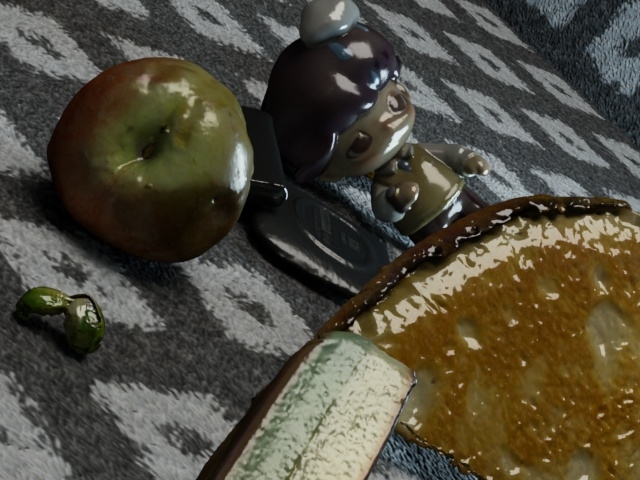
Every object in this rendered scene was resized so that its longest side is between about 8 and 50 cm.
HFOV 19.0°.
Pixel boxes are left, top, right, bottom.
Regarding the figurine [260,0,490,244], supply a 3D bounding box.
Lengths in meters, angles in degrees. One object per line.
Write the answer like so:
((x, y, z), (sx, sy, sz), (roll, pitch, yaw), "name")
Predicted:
((0.074, -0.123, 2.493), (0.365, 0.218, 0.206), (45, 0, 9), "figurine")

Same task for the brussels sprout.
((-0.231, 0.067, 1.728), (0.083, 0.046, 0.051), (32, 60, -9), "brussels sprout")

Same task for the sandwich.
((-0.027, 0.191, 1.523), (0.108, 0.220, 0.186), (36, 19, -5), "sandwich")

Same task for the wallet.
((-0.120, -0.113, 2.323), (0.149, 0.044, 0.250), (11, 25, -13), "wallet")

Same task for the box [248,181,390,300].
((0.000, 0.000, 2.296), (0.201, 0.042, 0.212), (31, 20, -14), "box")

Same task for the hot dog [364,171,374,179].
((0.035, -0.169, 2.725), (0.083, 0.068, 0.289), (51, 2, -37), "hot dog")

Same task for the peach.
((-0.164, -0.080, 1.994), (0.214, 0.214, 0.235), (40, 2, 12), "peach")

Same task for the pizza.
((0.226, 0.100, 2.045), (0.435, 0.392, 0.080), (36, -21, -19), "pizza")
